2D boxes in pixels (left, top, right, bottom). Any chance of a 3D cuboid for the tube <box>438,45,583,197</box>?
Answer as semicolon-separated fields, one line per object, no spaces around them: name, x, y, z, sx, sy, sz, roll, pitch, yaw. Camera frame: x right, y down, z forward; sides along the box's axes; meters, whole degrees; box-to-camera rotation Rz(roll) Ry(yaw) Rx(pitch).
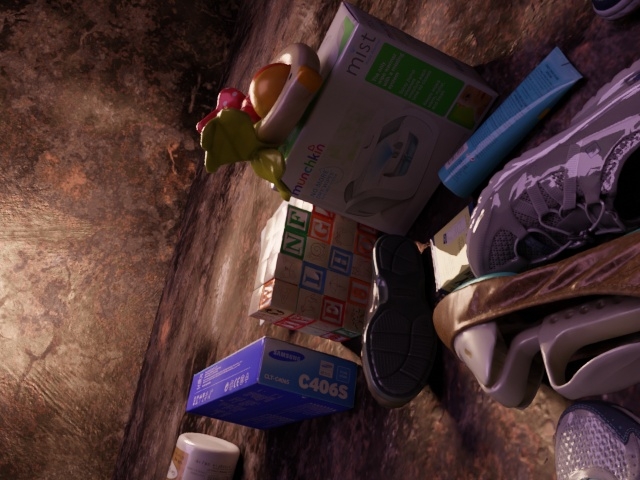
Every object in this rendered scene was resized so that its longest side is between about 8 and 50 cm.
tube;0.233;-0.143;0.788;0.207;0.052;0.080;-50;34;31

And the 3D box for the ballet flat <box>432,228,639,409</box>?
ballet flat;0.209;0.084;0.559;0.342;0.116;0.124;-28;32;52

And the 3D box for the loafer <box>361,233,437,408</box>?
loafer;0.101;0.113;0.854;0.084;0.096;0.268;104;176;-47

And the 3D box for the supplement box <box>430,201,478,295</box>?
supplement box;0.182;0.016;0.757;0.083;0.056;0.083;-48;31;43

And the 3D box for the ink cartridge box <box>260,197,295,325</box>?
ink cartridge box;-0.049;0.012;1.300;0.239;0.060;0.275;-53;28;39

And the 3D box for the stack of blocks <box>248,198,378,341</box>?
stack of blocks;0.000;0.000;1.047;0.087;0.171;0.297;-32;43;57

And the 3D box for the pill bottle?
pill bottle;-0.255;0.519;1.270;0.131;0.131;0.229;-6;67;66

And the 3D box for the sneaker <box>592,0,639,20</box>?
sneaker;0.305;-0.388;0.672;0.099;0.153;0.282;-2;71;67

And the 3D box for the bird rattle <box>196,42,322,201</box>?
bird rattle;-0.068;-0.172;0.861;0.207;0.143;0.253;-49;20;19

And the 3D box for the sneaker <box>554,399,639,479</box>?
sneaker;0.206;0.237;0.432;0.110;0.122;0.283;-49;30;43

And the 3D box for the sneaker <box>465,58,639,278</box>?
sneaker;0.243;-0.040;0.596;0.281;0.105;0.115;-54;27;35

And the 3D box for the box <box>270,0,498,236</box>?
box;0.078;-0.170;0.924;0.262;0.231;0.127;-59;25;26

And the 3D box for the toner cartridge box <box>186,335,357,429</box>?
toner cartridge box;-0.096;0.254;1.073;0.348;0.165;0.075;-35;41;54
